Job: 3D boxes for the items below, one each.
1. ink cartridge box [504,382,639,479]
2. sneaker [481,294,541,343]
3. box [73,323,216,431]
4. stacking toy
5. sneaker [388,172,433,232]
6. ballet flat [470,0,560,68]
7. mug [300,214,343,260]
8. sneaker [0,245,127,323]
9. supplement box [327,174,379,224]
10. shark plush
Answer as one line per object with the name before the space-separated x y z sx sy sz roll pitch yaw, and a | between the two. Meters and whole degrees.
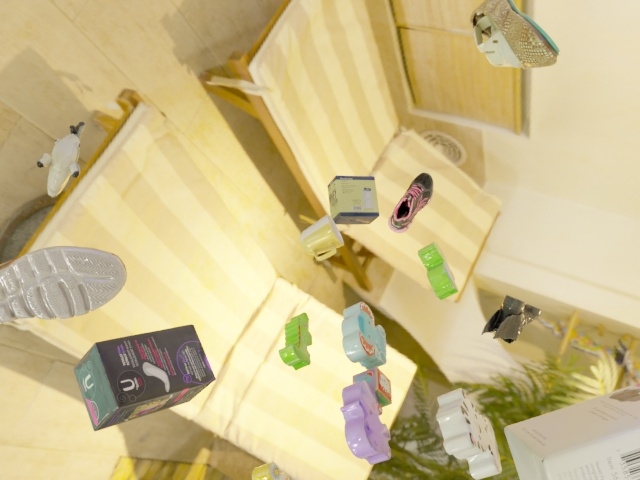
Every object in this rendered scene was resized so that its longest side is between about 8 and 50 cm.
ink cartridge box | 0.207 0.129 0.322 0.061 0.181 0.104 120 -47 -88
sneaker | 0.370 0.157 1.160 0.170 0.051 0.089 22 89 -51
box | -0.417 0.320 1.439 0.270 0.165 0.143 -4 149 -48
stacking toy | 0.031 0.101 0.459 0.052 0.167 0.221 49 25 -29
sneaker | 0.156 -0.069 1.025 0.119 0.047 0.057 -58 162 -11
ballet flat | 0.229 -0.247 0.738 0.073 0.067 0.206 46 23 -25
mug | -0.001 -0.004 1.065 0.062 0.064 0.078 62 10 -9
sneaker | -0.486 0.067 1.033 0.180 0.321 0.124 -124 -157 -77
supplement box | 0.064 -0.078 1.178 0.056 0.083 0.083 136 -49 -66
shark plush | -0.485 -0.163 1.134 0.067 0.073 0.161 123 -33 -55
